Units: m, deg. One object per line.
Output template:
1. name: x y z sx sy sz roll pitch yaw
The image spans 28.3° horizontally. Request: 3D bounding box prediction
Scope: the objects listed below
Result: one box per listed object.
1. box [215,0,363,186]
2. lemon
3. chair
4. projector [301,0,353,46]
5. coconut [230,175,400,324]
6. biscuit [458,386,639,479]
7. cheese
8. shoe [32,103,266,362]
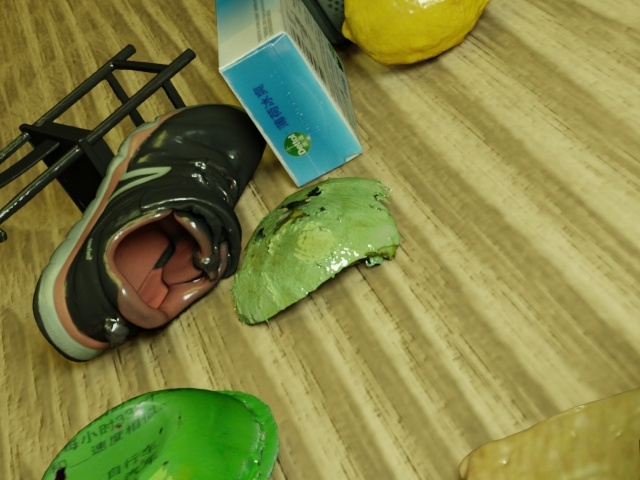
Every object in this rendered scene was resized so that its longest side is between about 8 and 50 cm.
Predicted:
1. box: -0.032 -0.160 1.180 0.073 0.139 0.194 -29 29 11
2. lemon: 0.091 -0.224 1.181 0.155 0.114 0.114 -23 31 14
3. chair: -0.217 -0.063 1.219 0.260 0.141 0.154 -44 30 -20
4. projector: 0.127 -0.442 1.336 0.405 0.242 0.395 -23 32 20
5. coconut: -0.003 -0.004 1.008 0.133 0.055 0.158 -5 42 43
6. biscuit: 0.147 0.172 0.622 0.160 0.030 0.249 -24 31 18
7. cheese: -0.107 0.188 0.798 0.204 0.083 0.320 -31 27 1
8. shoe: -0.126 -0.021 1.093 0.137 0.114 0.291 -9 40 46
